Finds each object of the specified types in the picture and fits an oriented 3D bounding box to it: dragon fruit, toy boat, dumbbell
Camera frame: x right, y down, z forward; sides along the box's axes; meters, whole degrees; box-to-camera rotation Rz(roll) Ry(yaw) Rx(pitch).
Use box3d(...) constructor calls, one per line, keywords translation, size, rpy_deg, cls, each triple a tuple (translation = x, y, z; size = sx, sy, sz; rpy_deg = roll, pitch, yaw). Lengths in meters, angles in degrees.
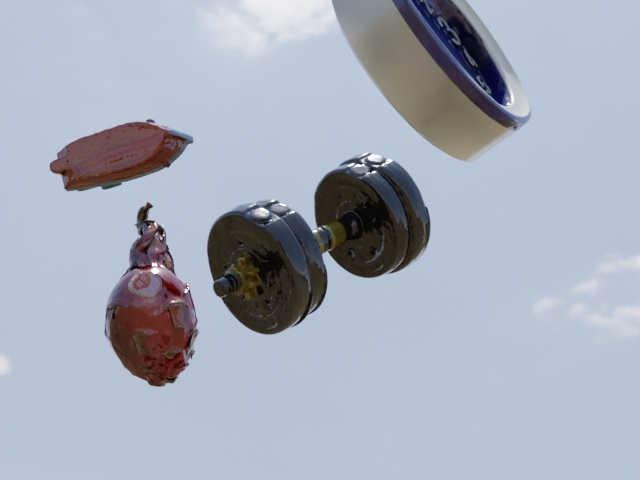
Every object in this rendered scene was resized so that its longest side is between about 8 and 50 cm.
box3d(translation=(-0.169, 0.046, 1.180), size=(0.094, 0.190, 0.094), rpy_deg=(-9, -23, -4), cls="dragon fruit")
box3d(translation=(-0.240, -0.103, 1.486), size=(0.173, 0.069, 0.059), rpy_deg=(-18, -17, 4), cls="toy boat")
box3d(translation=(0.000, 0.000, 1.727), size=(0.388, 0.185, 0.185), rpy_deg=(-25, -3, -40), cls="dumbbell")

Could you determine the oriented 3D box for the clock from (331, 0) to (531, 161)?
box3d(translation=(0.109, -0.187, 1.204), size=(0.083, 0.230, 0.230), rpy_deg=(-39, -46, 25), cls="clock")
